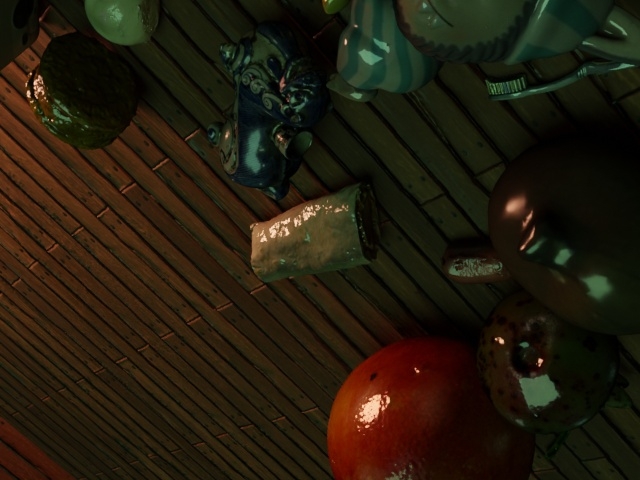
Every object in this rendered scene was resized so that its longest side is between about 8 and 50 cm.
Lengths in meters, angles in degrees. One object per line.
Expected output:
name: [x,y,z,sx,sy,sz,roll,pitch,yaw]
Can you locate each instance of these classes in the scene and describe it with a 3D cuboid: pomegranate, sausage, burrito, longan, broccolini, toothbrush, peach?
pomegranate: [0.401,0.189,1.332,0.242,0.306,0.242,0,90,54]
sausage: [0.267,0.036,1.337,0.141,0.076,0.076,-8,126,31]
burrito: [-0.002,-0.004,1.437,0.299,0.105,0.143,-18,115,42]
longan: [0.367,-0.009,1.090,0.300,0.300,0.243,28,115,4]
broccolini: [0.468,0.357,1.544,0.254,0.057,0.071,98,150,-43]
toothbrush: [0.390,-0.229,1.045,0.375,0.028,0.037,-6,119,35]
peach: [0.194,0.365,1.479,0.388,0.388,0.388,16,136,16]

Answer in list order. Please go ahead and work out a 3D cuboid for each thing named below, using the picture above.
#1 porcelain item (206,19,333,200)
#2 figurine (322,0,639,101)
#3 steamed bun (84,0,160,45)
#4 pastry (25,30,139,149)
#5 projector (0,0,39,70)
porcelain item: [-0.066,-0.187,1.230,0.186,0.138,0.288,47,141,29]
figurine: [0.210,-0.259,0.944,0.377,0.266,0.361,32,152,12]
steamed bun: [-0.320,-0.369,1.280,0.112,0.091,0.130,22,138,13]
pastry: [-0.407,-0.253,1.383,0.189,0.189,0.103,46,133,-16]
projector: [-0.602,-0.423,1.275,0.248,0.249,0.249,26,138,6]
